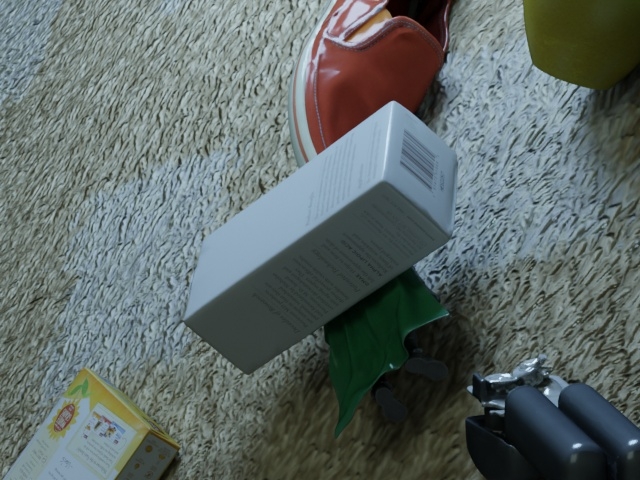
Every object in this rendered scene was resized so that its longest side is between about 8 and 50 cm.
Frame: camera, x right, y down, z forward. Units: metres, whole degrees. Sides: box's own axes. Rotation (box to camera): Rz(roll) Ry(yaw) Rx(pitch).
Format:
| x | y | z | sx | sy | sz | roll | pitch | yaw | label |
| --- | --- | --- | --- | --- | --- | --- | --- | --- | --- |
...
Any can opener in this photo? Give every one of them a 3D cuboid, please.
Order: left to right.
| x | y | z | sx | sy | sz | roll | pitch | yaw | label |
| --- | --- | --- | --- | --- | --- | --- | --- | --- | --- |
| 0.163 | 0.138 | 1.346 | 0.280 | 0.074 | 0.093 | -149 | 55 | -79 | can opener |

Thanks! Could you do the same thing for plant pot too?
| x | y | z | sx | sy | sz | roll | pitch | yaw | label |
| --- | --- | --- | --- | --- | --- | --- | --- | --- | --- |
| 0.217 | -0.177 | 1.587 | 0.134 | 0.134 | 0.095 | 49 | 127 | 57 | plant pot |

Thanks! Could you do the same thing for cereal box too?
| x | y | z | sx | sy | sz | roll | pitch | yaw | label |
| --- | --- | --- | --- | --- | --- | --- | --- | --- | --- |
| -0.243 | 0.249 | 1.821 | 0.240 | 0.047 | 0.173 | -55 | 32 | -1 | cereal box |

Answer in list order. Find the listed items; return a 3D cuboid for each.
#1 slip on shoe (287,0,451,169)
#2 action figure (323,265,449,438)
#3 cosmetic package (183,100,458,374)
| x | y | z | sx | sy | sz | roll | pitch | yaw | label |
| --- | --- | --- | --- | --- | --- | --- | --- | --- | --- |
| 0.054 | -0.159 | 1.773 | 0.101 | 0.123 | 0.331 | -16 | 43 | 39 | slip on shoe |
| 0.048 | 0.056 | 1.623 | 0.137 | 0.063 | 0.232 | -45 | 27 | 16 | action figure |
| 0.000 | 0.000 | 1.620 | 0.231 | 0.085 | 0.117 | -36 | 25 | 31 | cosmetic package |
